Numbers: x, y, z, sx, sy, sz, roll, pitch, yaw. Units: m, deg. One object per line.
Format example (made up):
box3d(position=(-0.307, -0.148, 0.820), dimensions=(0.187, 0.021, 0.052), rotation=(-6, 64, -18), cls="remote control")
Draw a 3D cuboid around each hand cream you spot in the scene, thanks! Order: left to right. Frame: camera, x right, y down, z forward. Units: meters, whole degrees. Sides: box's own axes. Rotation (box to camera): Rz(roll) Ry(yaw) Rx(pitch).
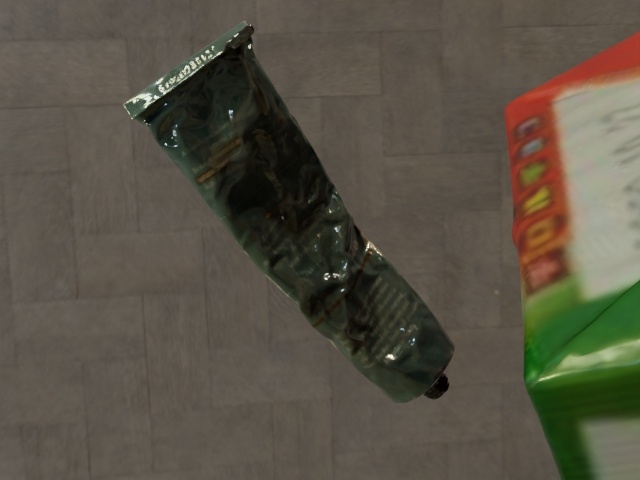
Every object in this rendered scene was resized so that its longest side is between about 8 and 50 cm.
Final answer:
box3d(position=(0.001, 0.000, 0.516), dimensions=(0.075, 0.052, 0.248), rotation=(-45, 112, -21), cls="hand cream")

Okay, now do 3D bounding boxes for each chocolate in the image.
box3d(position=(0.220, 0.091, 0.503), dimensions=(0.161, 0.341, 0.360), rotation=(-15, 116, 17), cls="chocolate")
